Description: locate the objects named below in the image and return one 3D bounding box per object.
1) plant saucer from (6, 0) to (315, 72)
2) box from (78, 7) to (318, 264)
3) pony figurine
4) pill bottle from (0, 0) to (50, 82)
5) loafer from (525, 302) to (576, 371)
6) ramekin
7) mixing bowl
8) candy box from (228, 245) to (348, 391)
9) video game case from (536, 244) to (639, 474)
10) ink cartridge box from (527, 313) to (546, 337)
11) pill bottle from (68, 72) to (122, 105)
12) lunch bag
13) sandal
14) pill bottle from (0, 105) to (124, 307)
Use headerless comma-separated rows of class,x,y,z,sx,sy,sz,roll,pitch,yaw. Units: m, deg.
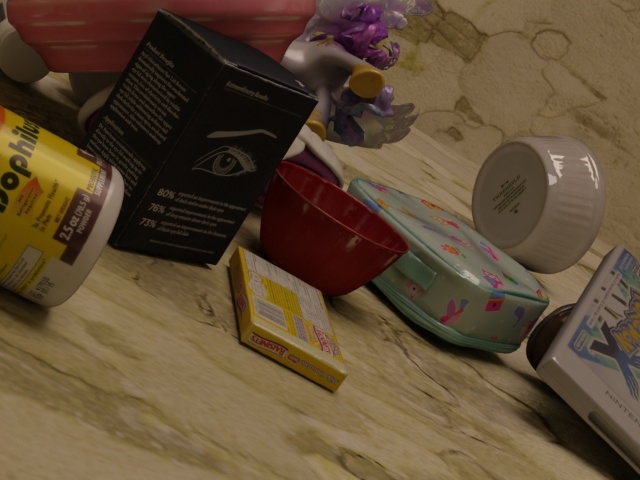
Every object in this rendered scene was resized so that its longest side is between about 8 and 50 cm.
plant saucer,-0.169,-0.227,1.348,0.332,0.084,0.332,-2,10,0
box,-0.126,-0.095,1.191,0.108,0.207,0.153,41,15,32
pony figurine,-0.005,-0.249,1.711,0.350,0.303,0.363,6,24,-7
pill bottle,-0.354,-0.237,1.472,0.078,0.078,0.137,27,14,-26
loafer,0.435,0.203,1.631,0.365,0.134,0.130,29,13,-18
ramekin,0.405,-0.076,2.371,0.127,0.273,0.273,9,24,-34
mixing bowl,0.000,0.000,1.401,0.181,0.098,0.181,31,12,-7
candy box,-0.036,0.071,1.205,0.105,0.027,0.206,32,12,-16
video game case,0.428,0.180,1.532,0.300,0.036,0.329,45,36,2
ink cartridge box,0.328,0.127,1.925,0.179,0.045,0.145,49,8,-14
pill bottle,-0.232,-0.219,1.610,0.121,0.121,0.216,35,12,7
lunch bag,0.140,0.032,1.612,0.224,0.108,0.279,10,24,-50
sandal,-0.097,-0.093,1.451,0.416,0.169,0.102,16,48,-50
pill bottle,-0.257,-0.046,0.884,0.215,0.117,0.117,28,13,-21
